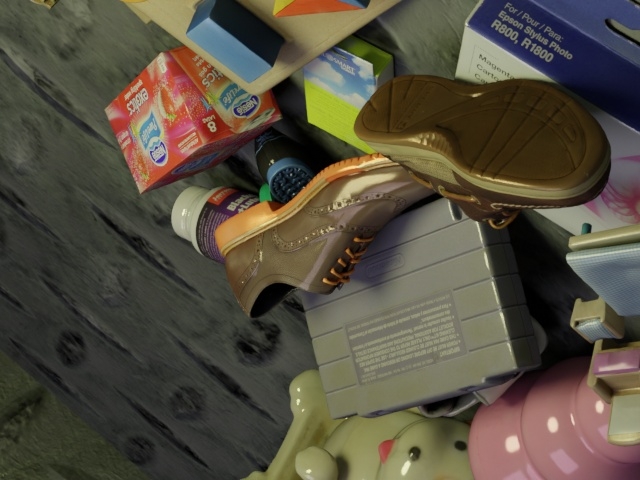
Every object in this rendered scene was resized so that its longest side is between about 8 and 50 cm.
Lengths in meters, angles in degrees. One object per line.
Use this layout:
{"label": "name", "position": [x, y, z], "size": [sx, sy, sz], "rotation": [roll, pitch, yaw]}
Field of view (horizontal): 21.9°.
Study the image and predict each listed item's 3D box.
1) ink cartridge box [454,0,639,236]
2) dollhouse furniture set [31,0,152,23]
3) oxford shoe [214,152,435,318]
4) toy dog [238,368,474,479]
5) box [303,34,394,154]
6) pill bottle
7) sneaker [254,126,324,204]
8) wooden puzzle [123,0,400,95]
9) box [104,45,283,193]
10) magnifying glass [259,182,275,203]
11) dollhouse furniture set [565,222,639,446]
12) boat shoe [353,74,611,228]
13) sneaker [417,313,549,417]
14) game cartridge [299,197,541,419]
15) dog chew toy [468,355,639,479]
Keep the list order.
{"label": "ink cartridge box", "position": [0.282, -0.110, 1.658], "size": [0.324, 0.071, 0.330], "rotation": [33, 156, 16]}
{"label": "dollhouse furniture set", "position": [-0.297, -0.308, 2.101], "size": [0.161, 0.101, 0.182], "rotation": [44, 155, -8]}
{"label": "oxford shoe", "position": [0.029, -0.010, 1.990], "size": [0.363, 0.130, 0.133], "rotation": [-26, 70, 40]}
{"label": "toy dog", "position": [0.115, 0.376, 2.463], "size": [0.395, 0.284, 0.408], "rotation": [47, 153, -15]}
{"label": "box", "position": [0.032, -0.180, 1.919], "size": [0.109, 0.042, 0.178], "rotation": [29, 153, 21]}
{"label": "pill bottle", "position": [-0.115, -0.015, 2.327], "size": [0.193, 0.108, 0.108], "rotation": [20, 149, 37]}
{"label": "sneaker", "position": [-0.013, -0.064, 2.154], "size": [0.232, 0.081, 0.090], "rotation": [52, -169, -51]}
{"label": "wooden puzzle", "position": [-0.106, -0.288, 1.739], "size": [0.322, 0.081, 0.348], "rotation": [35, 146, -23]}
{"label": "box", "position": [-0.165, -0.161, 2.092], "size": [0.257, 0.122, 0.128], "rotation": [-26, 86, 64]}
{"label": "magnifying glass", "position": [0.000, 0.000, 2.243], "size": [0.026, 0.092, 0.231], "rotation": [-28, 124, 27]}
{"label": "dollhouse furniture set", "position": [0.334, 0.113, 1.639], "size": [0.286, 0.198, 0.303], "rotation": [-11, 143, 37]}
{"label": "boat shoe", "position": [0.174, -0.080, 1.654], "size": [0.342, 0.123, 0.123], "rotation": [15, 152, 52]}
{"label": "sneaker", "position": [0.143, 0.159, 2.151], "size": [0.122, 0.146, 0.330], "rotation": [45, 157, -17]}
{"label": "game cartridge", "position": [0.112, 0.086, 2.030], "size": [0.355, 0.068, 0.230], "rotation": [-22, 84, 50]}
{"label": "dog chew toy", "position": [0.322, 0.236, 2.038], "size": [0.206, 0.207, 0.332], "rotation": [42, 148, -3]}
